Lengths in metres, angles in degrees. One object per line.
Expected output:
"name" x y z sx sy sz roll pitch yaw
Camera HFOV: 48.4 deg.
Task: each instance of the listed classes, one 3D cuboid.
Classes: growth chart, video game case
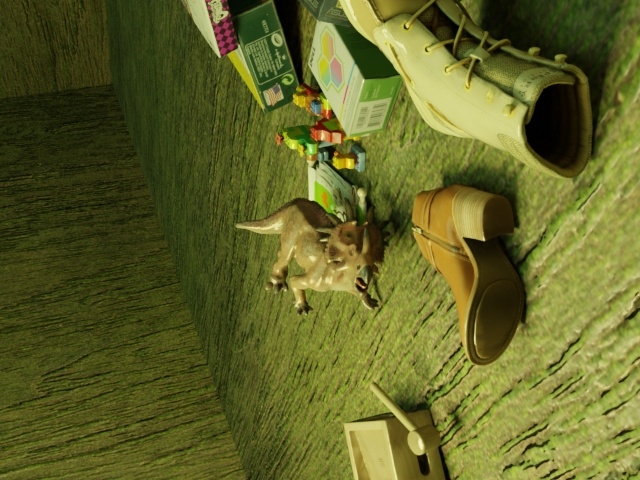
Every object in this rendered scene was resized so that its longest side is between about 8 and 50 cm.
"growth chart" 0.027 -0.044 1.195 0.237 0.021 0.172 -136 38 -57
"video game case" -0.199 -0.412 1.038 0.210 0.041 0.232 57 172 17

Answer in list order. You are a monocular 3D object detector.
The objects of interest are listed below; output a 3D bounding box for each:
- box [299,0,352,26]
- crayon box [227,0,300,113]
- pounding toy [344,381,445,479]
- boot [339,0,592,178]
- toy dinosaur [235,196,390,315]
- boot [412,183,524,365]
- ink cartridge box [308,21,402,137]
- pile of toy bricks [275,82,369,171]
"box" 0.005 -0.412 0.913 0.233 0.059 0.183 58 136 40
"crayon box" -0.145 -0.397 1.261 0.319 0.081 0.202 58 172 39
"pounding toy" 0.128 0.291 1.044 0.206 0.094 0.181 -30 69 59
"boot" 0.127 -0.172 0.634 0.262 0.095 0.203 51 175 -36
"toy dinosaur" 0.000 0.000 1.073 0.295 0.127 0.200 38 137 32
"boot" 0.160 0.033 0.825 0.152 0.072 0.197 -164 75 -66
"ink cartridge box" 0.034 -0.257 0.984 0.109 0.062 0.209 107 145 -54
"pile of toy bricks" -0.016 -0.165 1.110 0.212 0.105 0.118 -130 33 -50
